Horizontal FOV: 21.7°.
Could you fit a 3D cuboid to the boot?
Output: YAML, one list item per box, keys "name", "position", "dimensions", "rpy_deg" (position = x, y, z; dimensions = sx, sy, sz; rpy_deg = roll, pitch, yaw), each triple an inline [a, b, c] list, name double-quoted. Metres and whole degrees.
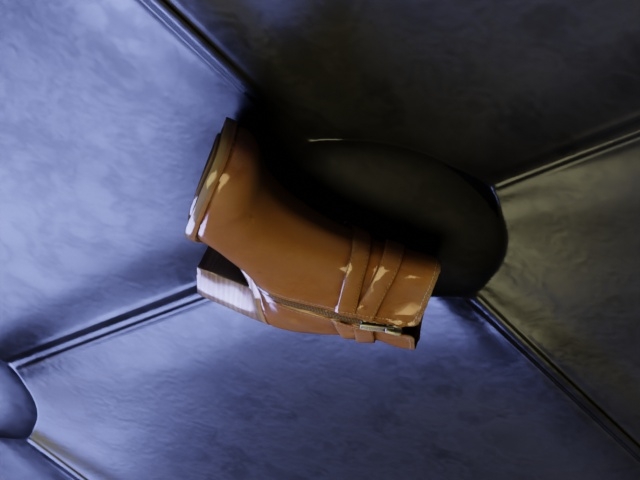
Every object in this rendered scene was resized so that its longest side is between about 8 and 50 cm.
- name: "boot"
  position: [0.000, 0.000, 1.033]
  dimensions: [0.152, 0.073, 0.197]
  rpy_deg: [16, 156, 8]
